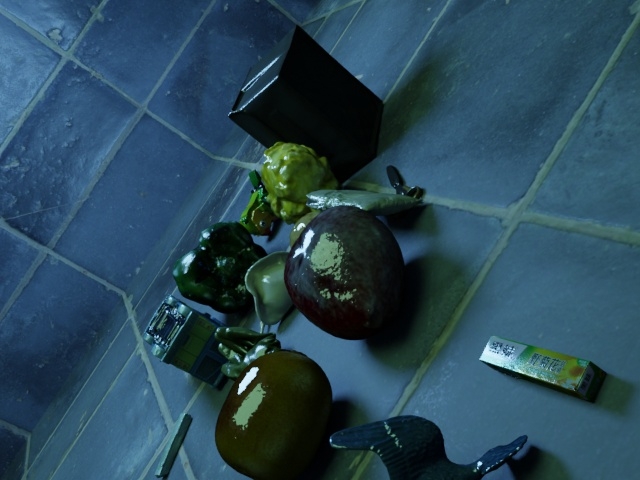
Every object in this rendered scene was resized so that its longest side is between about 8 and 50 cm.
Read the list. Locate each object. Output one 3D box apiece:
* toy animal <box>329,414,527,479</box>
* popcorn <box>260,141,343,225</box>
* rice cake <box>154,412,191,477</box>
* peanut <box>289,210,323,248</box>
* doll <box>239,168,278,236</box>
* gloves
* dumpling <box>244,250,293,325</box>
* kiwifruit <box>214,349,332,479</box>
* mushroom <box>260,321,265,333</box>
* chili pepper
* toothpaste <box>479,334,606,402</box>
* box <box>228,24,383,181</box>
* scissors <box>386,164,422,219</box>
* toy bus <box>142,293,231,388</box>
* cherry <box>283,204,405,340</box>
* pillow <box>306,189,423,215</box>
[{"bbox_3d":[0.129,0.309,0.813,0.255,0.239,0.176,-22,-28,-28],"label":"toy animal"},{"bbox_3d":[-0.031,-0.133,1.658,0.192,0.233,0.266,-37,55,-22],"label":"popcorn"},{"bbox_3d":[-0.372,0.517,1.685,0.033,0.029,0.171,-19,42,50],"label":"rice cake"},{"bbox_3d":[0.000,0.000,1.498,0.140,0.159,0.109,-39,64,1],"label":"peanut"},{"bbox_3d":[-0.178,-0.102,2.002,0.106,0.134,0.186,-21,47,51],"label":"doll"},{"bbox_3d":[-0.149,0.261,1.494,0.268,0.107,0.135,12,64,47],"label":"gloves"},{"bbox_3d":[-0.117,0.108,1.596,0.169,0.134,0.100,-55,23,9],"label":"dumpling"},{"bbox_3d":[-0.077,0.306,1.180,0.196,0.196,0.234,-20,43,54],"label":"kiwifruit"},{"bbox_3d":[-0.111,0.116,1.706,0.068,0.043,0.306,113,180,-69],"label":"mushroom"},{"bbox_3d":[-0.280,0.084,1.858,0.248,0.233,0.256,-45,11,-16],"label":"chili pepper"},{"bbox_3d":[0.280,0.162,0.858,0.043,0.037,0.178,-61,23,-10],"label":"toothpaste"},{"bbox_3d":[-0.028,-0.346,1.770,0.204,0.345,0.251,-34,29,39],"label":"box"},{"bbox_3d":[0.173,-0.122,1.485,0.088,0.017,0.220,-48,23,19],"label":"scissors"},{"bbox_3d":[-0.349,0.259,1.777,0.152,0.190,0.312,-60,23,-8],"label":"toy bus"},{"bbox_3d":[0.049,0.065,1.233,0.230,0.203,0.300,-44,41,13],"label":"cherry"},{"bbox_3d":[0.086,-0.080,1.403,0.229,0.148,0.050,16,115,56],"label":"pillow"}]
